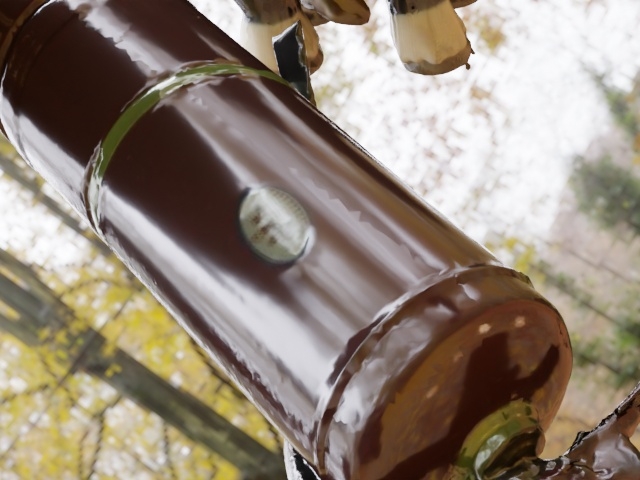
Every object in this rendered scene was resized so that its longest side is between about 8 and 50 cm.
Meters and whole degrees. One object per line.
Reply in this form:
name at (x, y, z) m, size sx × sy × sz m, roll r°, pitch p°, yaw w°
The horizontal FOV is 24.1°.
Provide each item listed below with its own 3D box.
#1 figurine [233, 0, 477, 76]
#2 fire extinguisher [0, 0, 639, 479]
figurine at (-0.017, -0.267, 0.787) m, size 0.306 × 0.412 × 0.241 m, roll -18°, pitch 31°, yaw 48°
fire extinguisher at (0.000, 0.000, 0.549) m, size 0.141 × 0.341 × 0.105 m, roll -33°, pitch -40°, yaw -18°
